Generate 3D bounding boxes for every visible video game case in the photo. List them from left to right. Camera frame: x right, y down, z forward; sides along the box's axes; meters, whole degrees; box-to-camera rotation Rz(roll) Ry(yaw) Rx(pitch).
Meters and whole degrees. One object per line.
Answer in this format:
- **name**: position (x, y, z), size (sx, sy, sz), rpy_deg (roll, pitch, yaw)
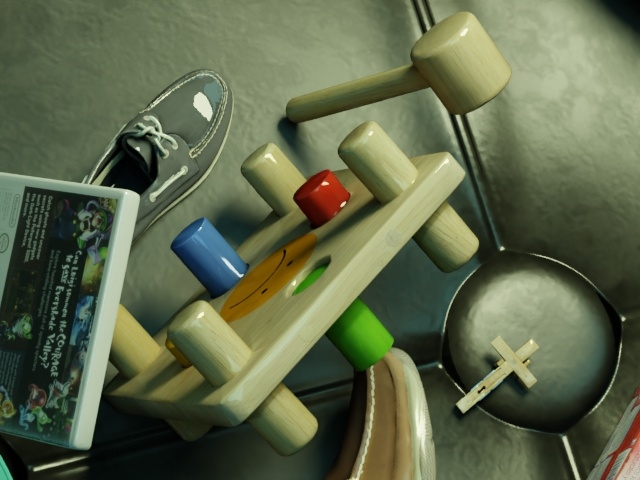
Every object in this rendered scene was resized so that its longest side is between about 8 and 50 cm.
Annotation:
- **video game case**: position (-0.223, 0.047, 1.373), size (0.173, 0.022, 0.190), rpy_deg (8, 85, 33)

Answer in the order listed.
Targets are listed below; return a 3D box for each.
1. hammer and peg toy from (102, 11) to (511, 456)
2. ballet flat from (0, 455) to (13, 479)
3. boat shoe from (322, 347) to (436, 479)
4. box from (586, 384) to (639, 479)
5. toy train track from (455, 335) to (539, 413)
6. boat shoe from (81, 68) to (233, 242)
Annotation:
- **hammer and peg toy**: position (0.000, 0.000, 1.393), size (0.127, 0.266, 0.361), rpy_deg (48, 69, -16)
- **ballet flat**: position (-0.339, 0.136, 1.351), size (0.342, 0.124, 0.116), rpy_deg (48, 40, 11)
- **boat shoe**: position (0.018, 0.233, 1.379), size (0.116, 0.123, 0.324), rpy_deg (7, 69, -5)
- **box**: position (0.316, 0.136, 1.452), size (0.122, 0.128, 0.257), rpy_deg (32, 69, 2)
- **toy train track**: position (0.142, 0.110, 1.495), size (0.083, 0.014, 0.048), rpy_deg (-39, 89, -13)
- **boat shoe**: position (-0.134, -0.063, 1.478), size (0.075, 0.065, 0.206), rpy_deg (37, 70, 4)
